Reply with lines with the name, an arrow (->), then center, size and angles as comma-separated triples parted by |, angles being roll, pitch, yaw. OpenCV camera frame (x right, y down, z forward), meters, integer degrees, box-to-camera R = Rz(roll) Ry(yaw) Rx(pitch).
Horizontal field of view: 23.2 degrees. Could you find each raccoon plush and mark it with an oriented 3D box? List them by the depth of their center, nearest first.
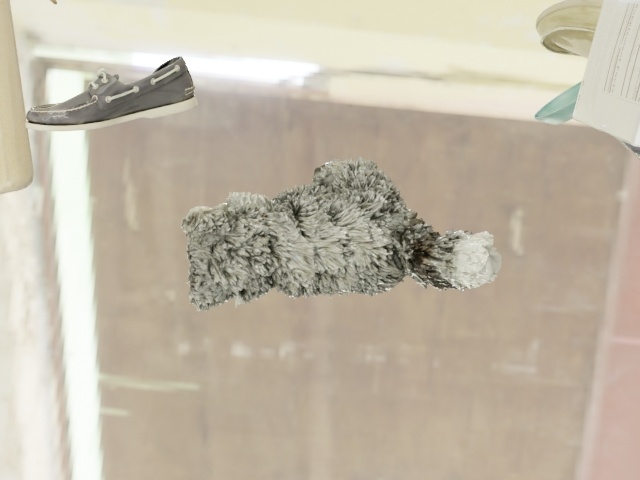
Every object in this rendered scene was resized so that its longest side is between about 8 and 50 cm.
raccoon plush -> 0.000, 0.000, 2.254 | 0.446, 0.299, 0.216 | -5, 98, 53

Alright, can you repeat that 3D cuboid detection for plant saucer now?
plant saucer -> 0.312, -0.170, 1.874 | 0.021, 0.119, 0.119 | 58, -168, -8

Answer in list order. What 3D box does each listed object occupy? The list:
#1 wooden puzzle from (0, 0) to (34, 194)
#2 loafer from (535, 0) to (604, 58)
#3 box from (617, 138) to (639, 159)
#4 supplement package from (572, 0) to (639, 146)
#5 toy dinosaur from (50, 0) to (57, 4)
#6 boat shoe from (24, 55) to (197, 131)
wooden puzzle -> -0.538, -0.155, 1.908 | 0.080, 0.348, 0.322 | 54, -159, -60
loafer -> 0.403, -0.255, 2.051 | 0.102, 0.269, 0.092 | 39, -116, -55
box -> 0.499, -0.286, 1.694 | 0.097, 0.395, 0.318 | 35, -133, -33
supplement package -> 0.337, -0.148, 1.435 | 0.244, 0.139, 0.133 | -111, 34, -80
toy dinosaur -> -0.508, -0.426, 2.197 | 0.200, 0.296, 0.127 | 50, 124, 57
boat shoe -> -0.241, -0.167, 1.781 | 0.075, 0.206, 0.065 | 25, 124, 60
